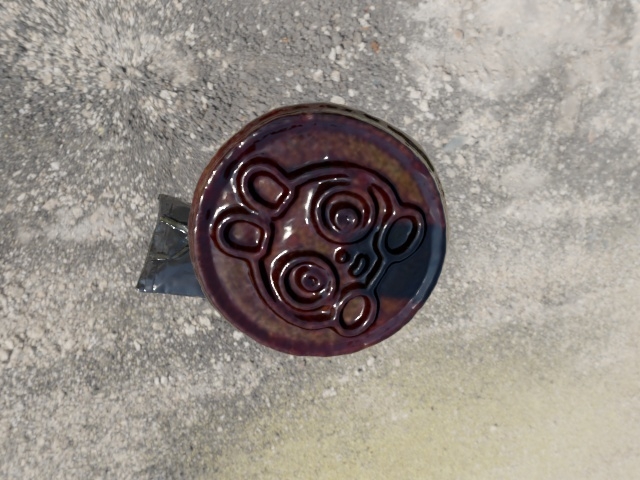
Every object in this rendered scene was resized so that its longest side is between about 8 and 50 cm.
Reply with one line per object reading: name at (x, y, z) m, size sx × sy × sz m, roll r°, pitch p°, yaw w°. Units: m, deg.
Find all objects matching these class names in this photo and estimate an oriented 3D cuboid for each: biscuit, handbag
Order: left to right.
handbag at (-0.293, 0.014, 1.100) m, size 0.211 × 0.089 × 0.254 m, roll 10°, pitch 63°, yaw -9°
biscuit at (0.000, 0.000, 0.728) m, size 0.407 × 0.091 × 0.407 m, roll -1°, pitch 110°, yaw -2°
